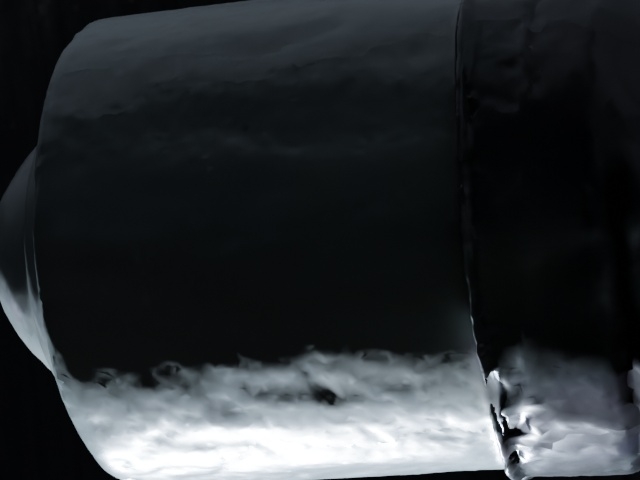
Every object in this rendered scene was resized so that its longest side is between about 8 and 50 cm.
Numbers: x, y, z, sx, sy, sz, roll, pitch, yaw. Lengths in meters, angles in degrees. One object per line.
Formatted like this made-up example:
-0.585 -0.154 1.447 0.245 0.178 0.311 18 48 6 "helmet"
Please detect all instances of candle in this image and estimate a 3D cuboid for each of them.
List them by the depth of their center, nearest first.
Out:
0.000 0.000 0.675 0.342 0.221 0.221 -6 162 14 "candle"
